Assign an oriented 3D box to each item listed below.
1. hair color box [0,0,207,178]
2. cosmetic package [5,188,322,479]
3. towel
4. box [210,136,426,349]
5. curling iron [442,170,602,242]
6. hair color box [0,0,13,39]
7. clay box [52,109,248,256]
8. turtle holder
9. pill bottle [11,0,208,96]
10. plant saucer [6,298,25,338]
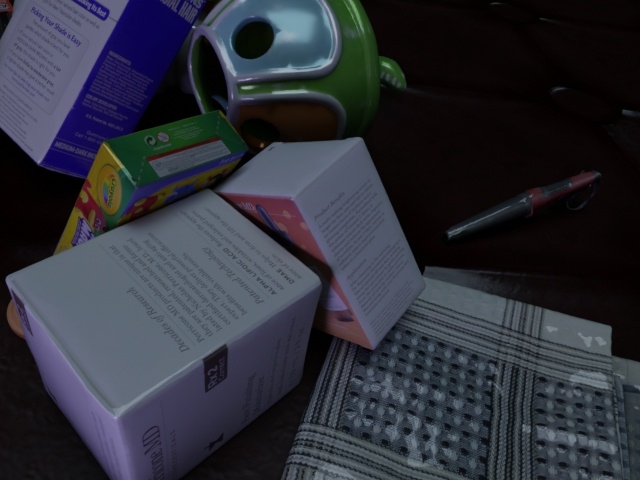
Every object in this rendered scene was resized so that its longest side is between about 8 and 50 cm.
[{"bbox_3d":[-0.276,-0.267,0.681,0.185,0.339,0.110,37,11,26],"label":"hair color box"},{"bbox_3d":[-0.121,0.081,0.455,0.151,0.151,0.183,37,49,26],"label":"cosmetic package"},{"bbox_3d":[0.154,0.166,0.491,0.324,0.056,0.312,19,42,8],"label":"towel"},{"bbox_3d":[0.000,0.000,0.517,0.130,0.170,0.091,9,45,49],"label":"box"},{"bbox_3d":[0.285,-0.043,0.752,0.274,0.068,0.035,-19,51,-22],"label":"curling iron"},{"bbox_3d":[-0.542,-0.366,0.906,0.053,0.093,0.167,-19,50,-29],"label":"hair color box"},{"bbox_3d":[-0.173,-0.025,0.528,0.053,0.222,0.127,52,44,6],"label":"clay box"},{"bbox_3d":[-0.057,-0.262,0.741,0.227,0.320,0.243,-17,11,-29],"label":"turtle holder"},{"bbox_3d":[-0.308,-0.306,0.842,0.264,0.153,0.153,7,42,-3],"label":"pill bottle"},{"bbox_3d":[-0.267,0.065,0.546,0.083,0.013,0.083,6,41,-5],"label":"plant saucer"}]
